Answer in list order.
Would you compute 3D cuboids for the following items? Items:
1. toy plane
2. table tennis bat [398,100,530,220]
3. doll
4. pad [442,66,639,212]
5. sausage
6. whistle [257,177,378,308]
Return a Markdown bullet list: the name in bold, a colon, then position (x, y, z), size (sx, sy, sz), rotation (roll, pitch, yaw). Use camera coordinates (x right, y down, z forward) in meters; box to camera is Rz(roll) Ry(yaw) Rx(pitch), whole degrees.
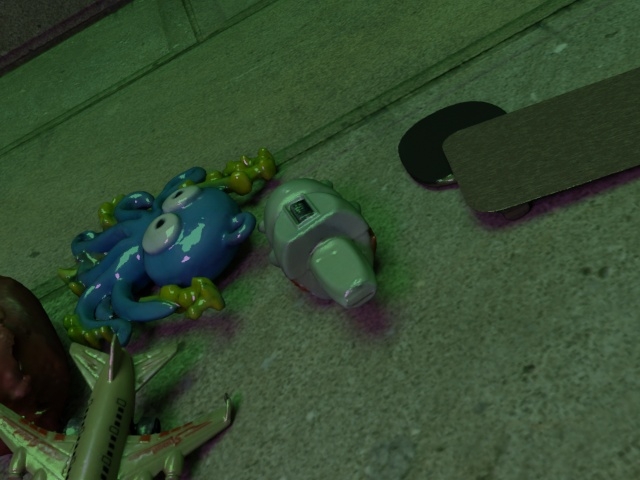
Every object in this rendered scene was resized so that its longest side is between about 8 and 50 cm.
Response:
- **toy plane**: position (-0.199, 0.195, 0.613), size (0.229, 0.092, 0.244), rotation (1, 51, -3)
- **table tennis bat**: position (0.171, -0.097, 0.770), size (0.138, 0.022, 0.246), rotation (-27, 35, 4)
- **doll**: position (-0.212, -0.012, 0.869), size (0.342, 0.098, 0.346), rotation (-4, 40, 31)
- **pad**: position (0.270, -0.113, 0.712), size (0.266, 0.002, 0.176), rotation (-18, 35, 9)
- **sausage**: position (-0.376, 0.133, 0.771), size (0.152, 0.152, 0.280), rotation (-41, 37, -13)
- **whistle**: position (0.000, -0.002, 0.710), size (0.101, 0.106, 0.253), rotation (-60, 28, 12)
